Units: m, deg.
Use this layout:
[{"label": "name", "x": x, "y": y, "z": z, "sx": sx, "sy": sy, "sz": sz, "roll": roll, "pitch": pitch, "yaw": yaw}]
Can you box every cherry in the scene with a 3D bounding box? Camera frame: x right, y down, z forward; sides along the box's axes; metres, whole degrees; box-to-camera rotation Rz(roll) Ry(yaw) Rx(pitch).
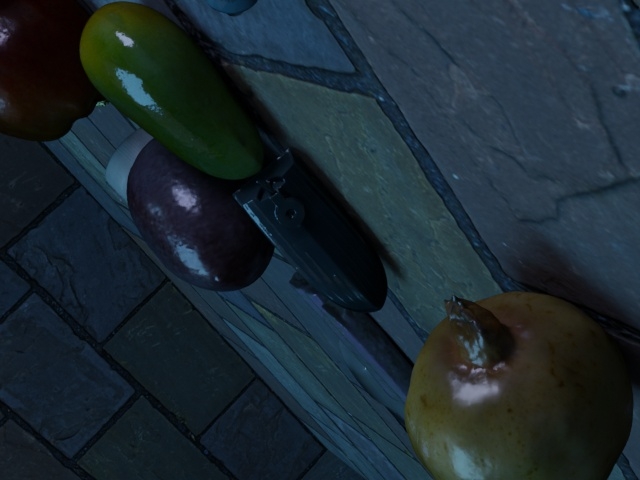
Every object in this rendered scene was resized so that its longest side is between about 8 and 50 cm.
[{"label": "cherry", "x": -0.146, "y": -0.041, "z": 1.309, "sx": 0.213, "sy": 0.184, "sz": 0.266, "roll": 38, "pitch": -155, "yaw": -44}]

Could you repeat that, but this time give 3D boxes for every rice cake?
[{"label": "rice cake", "x": 0.069, "y": 0.160, "z": 1.607, "sx": 0.298, "sy": 0.050, "sz": 0.106, "roll": 49, "pitch": 166, "yaw": -20}]

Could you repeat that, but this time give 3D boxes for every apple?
[{"label": "apple", "x": -0.405, "y": -0.248, "z": 1.401, "sx": 0.234, "sy": 0.234, "sz": 0.234, "roll": 41, "pitch": 167, "yaw": 12}]

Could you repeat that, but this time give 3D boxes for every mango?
[{"label": "mango", "x": -0.163, "y": -0.168, "z": 1.156, "sx": 0.251, "sy": 0.114, "sz": 0.156, "roll": 39, "pitch": 162, "yaw": -18}]

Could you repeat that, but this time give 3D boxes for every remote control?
[{"label": "remote control", "x": 0.121, "y": 0.280, "z": 1.820, "sx": 0.109, "sy": 0.055, "sz": 0.313, "roll": 32, "pitch": 163, "yaw": 44}]

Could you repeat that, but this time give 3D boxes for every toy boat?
[{"label": "toy boat", "x": 0.000, "y": 0.000, "z": 1.218, "sx": 0.246, "sy": 0.093, "sz": 0.103, "roll": 49, "pitch": -173, "yaw": -21}]

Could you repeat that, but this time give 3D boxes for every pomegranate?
[{"label": "pomegranate", "x": 0.177, "y": 0.146, "z": 0.895, "sx": 0.207, "sy": 0.207, "sz": 0.207, "roll": 41, "pitch": 167, "yaw": 12}]

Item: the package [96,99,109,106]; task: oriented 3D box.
[{"label": "package", "x": -0.429, "y": -0.290, "z": 1.617, "sx": 0.226, "sy": 0.090, "sz": 0.168, "roll": 46, "pitch": 169, "yaw": -21}]

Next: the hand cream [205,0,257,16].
[{"label": "hand cream", "x": -0.083, "y": -0.257, "z": 0.786, "sx": 0.083, "sy": 0.048, "sz": 0.224, "roll": 38, "pitch": 160, "yaw": 22}]

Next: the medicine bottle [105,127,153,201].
[{"label": "medicine bottle", "x": -0.196, "y": -0.056, "z": 1.535, "sx": 0.252, "sy": 0.144, "sz": 0.144, "roll": 42, "pitch": 167, "yaw": 16}]
